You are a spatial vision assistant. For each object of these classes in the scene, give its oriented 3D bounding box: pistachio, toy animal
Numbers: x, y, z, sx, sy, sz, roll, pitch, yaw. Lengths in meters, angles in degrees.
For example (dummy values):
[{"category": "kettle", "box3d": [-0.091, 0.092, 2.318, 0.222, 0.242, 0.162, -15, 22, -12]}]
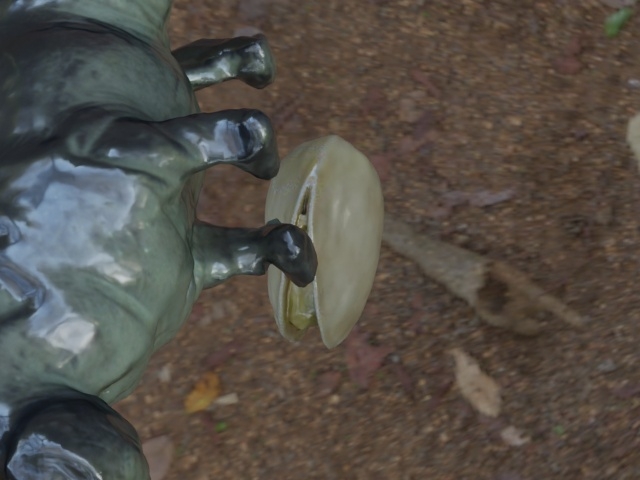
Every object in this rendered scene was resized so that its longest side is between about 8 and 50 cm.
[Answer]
[{"category": "pistachio", "box3d": [0.000, 0.000, 1.565, 0.126, 0.152, 0.223, 6, 96, 18]}, {"category": "toy animal", "box3d": [-0.093, 0.003, 0.568, 0.168, 0.343, 0.106, -4, 133, 13]}]
